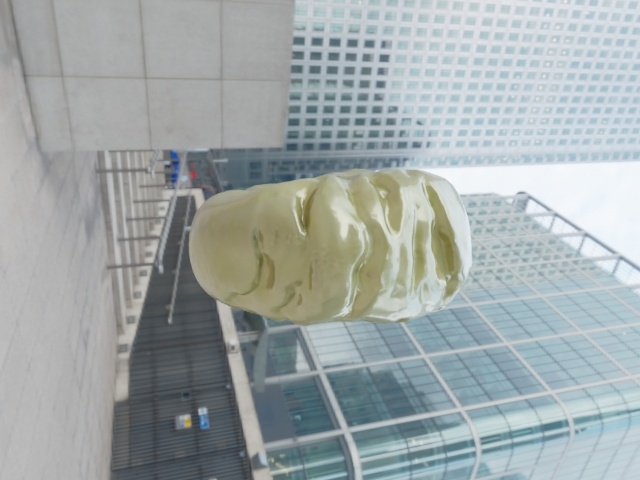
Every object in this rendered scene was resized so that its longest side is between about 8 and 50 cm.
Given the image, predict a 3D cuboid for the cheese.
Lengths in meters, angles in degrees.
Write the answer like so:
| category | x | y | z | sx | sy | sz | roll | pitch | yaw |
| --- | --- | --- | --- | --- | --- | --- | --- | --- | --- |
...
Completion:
| category | x | y | z | sx | sy | sz | roll | pitch | yaw |
| --- | --- | --- | --- | --- | --- | --- | --- | --- | --- |
| cheese | 0.000 | 0.000 | 0.430 | 0.226 | 0.214 | 0.117 | 8 | -78 | 52 |
